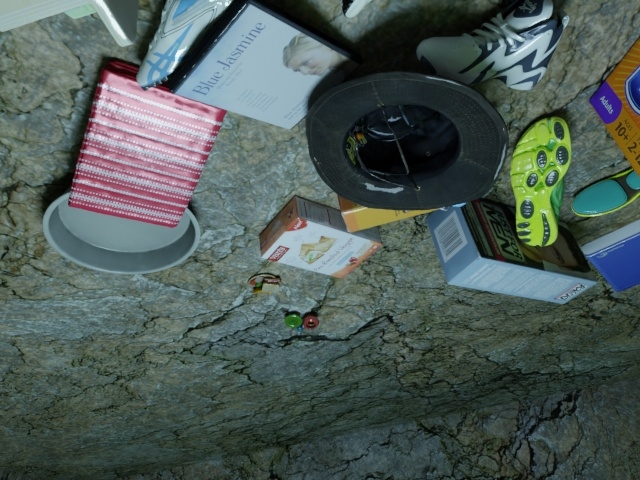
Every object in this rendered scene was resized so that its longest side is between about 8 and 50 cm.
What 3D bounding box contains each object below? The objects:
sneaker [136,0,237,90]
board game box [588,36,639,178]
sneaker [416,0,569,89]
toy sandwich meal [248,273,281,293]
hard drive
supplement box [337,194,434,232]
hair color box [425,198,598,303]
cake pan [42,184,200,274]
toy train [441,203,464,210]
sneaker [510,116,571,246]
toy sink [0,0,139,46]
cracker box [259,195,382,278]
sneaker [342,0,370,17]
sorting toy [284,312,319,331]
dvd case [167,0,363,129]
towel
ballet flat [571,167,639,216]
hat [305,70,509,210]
[{"bbox_3d":[-0.190,-0.298,0.713,0.086,0.085,0.237,42,126,-19],"label":"sneaker"},{"bbox_3d":[0.740,-0.218,0.799,0.357,0.356,0.356,3,142,-17],"label":"board game box"},{"bbox_3d":[0.270,-0.314,0.782,0.235,0.094,0.153,4,141,-19],"label":"sneaker"},{"bbox_3d":[-0.143,0.115,1.332,0.086,0.029,0.085,-7,145,-5],"label":"toy sandwich meal"},{"bbox_3d":[0.894,0.042,1.474,0.210,0.040,0.319,-31,140,28],"label":"hard drive"},{"bbox_3d":[0.156,-0.093,1.077,0.234,0.080,0.078,-13,145,7],"label":"supplement box"},{"bbox_3d":[0.445,0.024,1.214,0.375,0.185,0.113,11,139,-27],"label":"hair color box"},{"bbox_3d":[-0.391,-0.031,1.047,0.293,0.054,0.293,-7,145,-5],"label":"cake pan"},{"bbox_3d":[0.251,-0.146,0.963,0.105,0.080,0.184,29,113,-1],"label":"toy train"},{"bbox_3d":[0.453,-0.127,1.086,0.110,0.123,0.295,6,131,20],"label":"sneaker"},{"bbox_3d":[-0.318,-0.330,0.566,0.131,0.152,0.234,-15,146,7],"label":"toy sink"},{"bbox_3d":[0.000,0.000,1.175,0.232,0.067,0.156,17,136,-31],"label":"cracker box"},{"bbox_3d":[0.099,-0.358,0.708,0.075,0.057,0.161,23,131,-30],"label":"sneaker"},{"bbox_3d":[-0.055,0.230,1.513,0.102,0.042,0.061,12,125,-10],"label":"sorting toy"},{"bbox_3d":[-0.073,-0.251,0.778,0.180,0.022,0.253,-35,156,32],"label":"dvd case"},{"bbox_3d":[-0.294,-0.146,0.879,0.199,0.031,0.274,13,125,-29],"label":"towel"},{"bbox_3d":[0.690,-0.118,1.181,0.231,0.077,0.077,-33,155,26],"label":"ballet flat"},{"bbox_3d":[0.146,-0.187,0.882,0.332,0.133,0.331,12,144,9],"label":"hat"}]
